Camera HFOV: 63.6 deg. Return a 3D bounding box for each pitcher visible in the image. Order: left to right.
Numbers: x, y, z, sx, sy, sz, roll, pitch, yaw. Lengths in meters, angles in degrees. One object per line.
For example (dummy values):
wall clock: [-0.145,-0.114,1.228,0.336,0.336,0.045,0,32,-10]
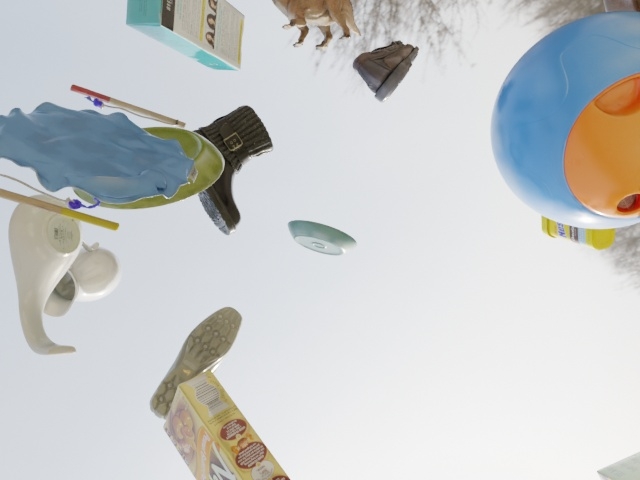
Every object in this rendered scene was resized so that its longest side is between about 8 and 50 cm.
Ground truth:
pitcher: [-0.533,0.060,1.166,0.125,0.178,0.207,20,-168,4]

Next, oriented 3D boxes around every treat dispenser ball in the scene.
treat dispenser ball: [0.386,-0.159,0.713,0.288,0.288,0.288,21,-125,-33]

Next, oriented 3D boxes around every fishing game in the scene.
fishing game: [-0.220,-0.084,0.518,0.189,0.041,0.264,16,-150,-14]

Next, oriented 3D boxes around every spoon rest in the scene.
spoon rest: [-0.465,0.057,0.875,0.137,0.084,0.277,22,-120,-65]

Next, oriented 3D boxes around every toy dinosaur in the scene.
toy dinosaur: [-0.015,-0.588,1.265,0.295,0.127,0.200,1,-90,-20]

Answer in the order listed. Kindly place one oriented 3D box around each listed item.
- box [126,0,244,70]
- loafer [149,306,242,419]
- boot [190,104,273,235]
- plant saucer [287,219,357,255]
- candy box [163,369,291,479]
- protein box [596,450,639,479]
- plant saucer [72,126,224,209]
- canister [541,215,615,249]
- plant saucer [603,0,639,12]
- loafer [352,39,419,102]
box: [-0.204,-0.351,0.822,0.244,0.060,0.101,-8,-76,-72]
loafer: [-0.314,0.306,1.319,0.112,0.111,0.319,38,-100,2]
boot: [-0.247,-0.215,1.531,0.260,0.131,0.348,-25,-89,-21]
plant saucer: [0.000,0.000,0.845,0.119,0.119,0.021,26,-108,-29]
candy box: [-0.194,0.448,1.063,0.087,0.183,0.316,-19,-124,-43]
protein box: [0.496,0.323,0.627,0.136,0.201,0.200,65,-177,17]
plant saucer: [-0.278,-0.130,0.832,0.240,0.037,0.241,-1,-143,1]
canister: [0.619,-0.054,1.244,0.073,0.170,0.126,-11,-74,-14]
plant saucer: [0.614,-0.432,0.801,0.310,0.310,0.050,41,-144,-18]
loafer: [0.133,-0.365,1.053,0.095,0.109,0.302,37,-151,-6]
